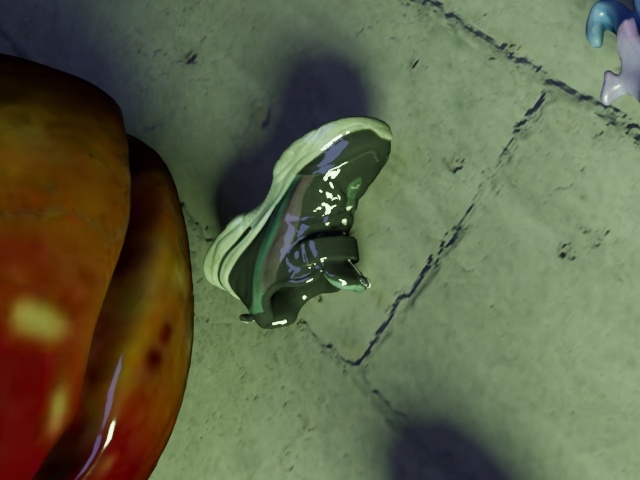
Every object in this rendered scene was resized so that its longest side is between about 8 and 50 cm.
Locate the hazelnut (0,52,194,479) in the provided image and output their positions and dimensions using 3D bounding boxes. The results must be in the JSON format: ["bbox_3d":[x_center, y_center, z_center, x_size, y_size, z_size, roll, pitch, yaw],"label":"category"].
[{"bbox_3d":[-0.304,0.055,0.754,0.429,0.402,0.402,-20,66,43],"label":"hazelnut"}]

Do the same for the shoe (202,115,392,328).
[{"bbox_3d":[0.000,0.000,0.740,0.169,0.071,0.099,-47,58,21],"label":"shoe"}]

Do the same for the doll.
[{"bbox_3d":[0.201,-0.127,0.630,0.110,0.067,0.206,-20,55,21],"label":"doll"}]
